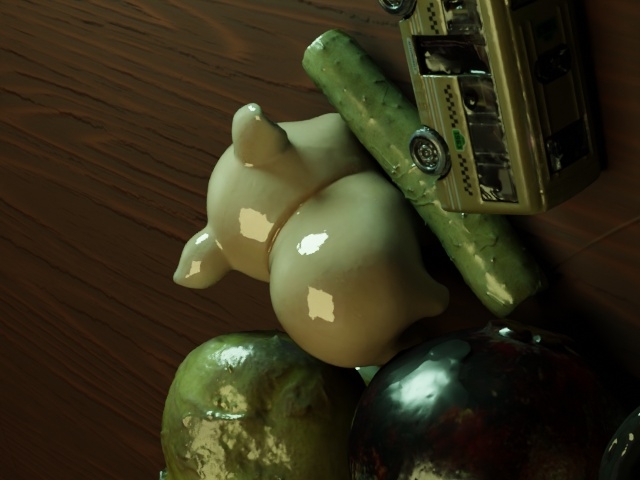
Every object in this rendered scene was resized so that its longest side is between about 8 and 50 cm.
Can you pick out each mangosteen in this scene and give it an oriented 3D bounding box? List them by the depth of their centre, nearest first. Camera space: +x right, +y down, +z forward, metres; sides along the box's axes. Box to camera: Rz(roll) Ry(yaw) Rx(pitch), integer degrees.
[{"bbox_3d":[0.167,0.257,1.549,0.306,0.306,0.359,23,101,44],"label":"mangosteen"}]

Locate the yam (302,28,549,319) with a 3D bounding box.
[{"bbox_3d":[0.110,-0.076,1.642,0.371,0.083,0.083,54,144,18],"label":"yam"}]

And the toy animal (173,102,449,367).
[{"bbox_3d":[0.000,0.000,1.685,0.326,0.269,0.237,-97,29,-59],"label":"toy animal"}]

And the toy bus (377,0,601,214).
[{"bbox_3d":[0.166,-0.173,1.457,0.157,0.139,0.289,8,118,46],"label":"toy bus"}]

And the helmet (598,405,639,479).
[{"bbox_3d":[0.388,0.212,1.378,0.230,0.160,0.279,40,119,19],"label":"helmet"}]

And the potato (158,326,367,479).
[{"bbox_3d":[-0.034,0.229,1.720,0.237,0.289,0.301,-63,22,24],"label":"potato"}]

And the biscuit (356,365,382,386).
[{"bbox_3d":[0.048,0.291,1.925,0.332,0.103,0.332,29,131,40],"label":"biscuit"}]
